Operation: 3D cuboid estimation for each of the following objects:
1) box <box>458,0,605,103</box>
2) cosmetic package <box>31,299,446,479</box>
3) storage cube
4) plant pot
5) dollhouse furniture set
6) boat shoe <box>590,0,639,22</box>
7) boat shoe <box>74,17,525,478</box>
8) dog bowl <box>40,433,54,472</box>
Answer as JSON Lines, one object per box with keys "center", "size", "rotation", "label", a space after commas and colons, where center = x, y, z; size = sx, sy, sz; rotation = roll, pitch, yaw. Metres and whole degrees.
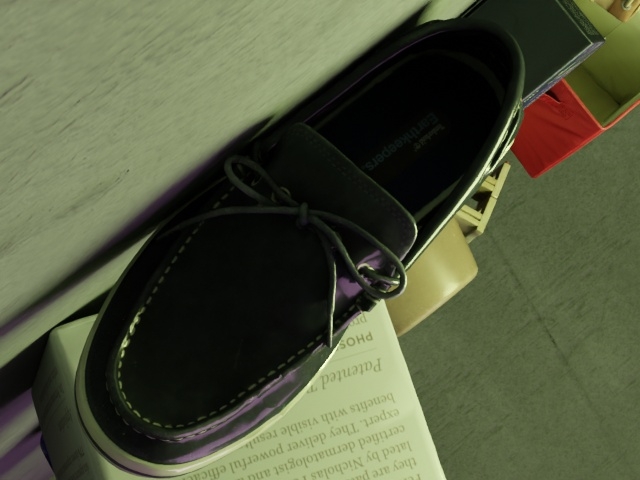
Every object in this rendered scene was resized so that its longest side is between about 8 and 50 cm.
{"center": [0.205, -0.202, 1.376], "size": [0.153, 0.108, 0.207], "rotation": [-40, 177, 19], "label": "box"}
{"center": [-0.082, 0.262, 1.343], "size": [0.327, 0.393, 0.329], "rotation": [-16, 170, -20], "label": "cosmetic package"}
{"center": [0.318, -0.225, 1.674], "size": [0.215, 0.183, 0.193], "rotation": [-38, 178, -24], "label": "storage cube"}
{"center": [0.078, 0.000, 1.701], "size": [0.263, 0.229, 0.263], "rotation": [-38, 177, -2], "label": "plant pot"}
{"center": [0.187, -0.069, 2.029], "size": [0.129, 0.129, 0.183], "rotation": [-64, -173, -22], "label": "dollhouse furniture set"}
{"center": [0.406, -0.358, 1.381], "size": [0.324, 0.116, 0.123], "rotation": [-42, 176, 41], "label": "boat shoe"}
{"center": [-0.006, -0.014, 1.064], "size": [0.500, 0.187, 0.156], "rotation": [-43, 173, -21], "label": "boat shoe"}
{"center": [-0.297, 0.294, 2.018], "size": [0.265, 0.104, 0.265], "rotation": [-32, 159, -14], "label": "dog bowl"}
